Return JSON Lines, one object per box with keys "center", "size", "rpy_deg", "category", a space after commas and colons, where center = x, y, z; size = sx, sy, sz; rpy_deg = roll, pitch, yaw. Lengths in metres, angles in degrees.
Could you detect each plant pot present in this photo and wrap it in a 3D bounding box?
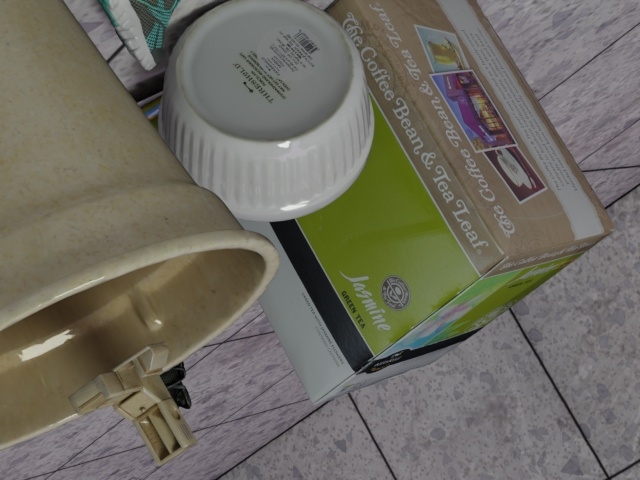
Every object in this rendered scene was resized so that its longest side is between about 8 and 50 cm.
{"center": [-0.247, -0.038, 1.132], "size": [0.333, 0.305, 0.334], "rpy_deg": [-27, 165, -8], "category": "plant pot"}

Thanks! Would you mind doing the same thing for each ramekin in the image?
{"center": [-0.052, -0.132, 1.413], "size": [0.207, 0.207, 0.109], "rpy_deg": [-25, 155, -14], "category": "ramekin"}

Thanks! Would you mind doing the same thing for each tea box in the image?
{"center": [0.078, -0.053, 1.655], "size": [0.220, 0.329, 0.323], "rpy_deg": [-12, 159, -48], "category": "tea box"}

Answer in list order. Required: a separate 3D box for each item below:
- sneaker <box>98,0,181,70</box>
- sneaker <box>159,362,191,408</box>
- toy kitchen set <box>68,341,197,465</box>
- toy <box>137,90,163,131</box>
{"center": [-0.143, -0.199, 1.280], "size": [0.076, 0.065, 0.166], "rpy_deg": [-32, 167, -4], "category": "sneaker"}
{"center": [-0.179, 0.127, 1.724], "size": [0.087, 0.130, 0.227], "rpy_deg": [-4, 143, -31], "category": "sneaker"}
{"center": [-0.129, 0.126, 1.146], "size": [0.068, 0.075, 0.083], "rpy_deg": [-35, 168, 19], "category": "toy kitchen set"}
{"center": [-0.169, -0.105, 1.542], "size": [0.237, 0.056, 0.137], "rpy_deg": [-23, 173, -13], "category": "toy"}
